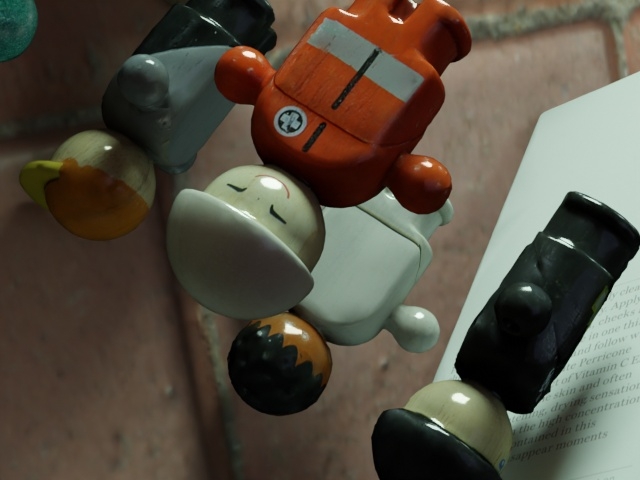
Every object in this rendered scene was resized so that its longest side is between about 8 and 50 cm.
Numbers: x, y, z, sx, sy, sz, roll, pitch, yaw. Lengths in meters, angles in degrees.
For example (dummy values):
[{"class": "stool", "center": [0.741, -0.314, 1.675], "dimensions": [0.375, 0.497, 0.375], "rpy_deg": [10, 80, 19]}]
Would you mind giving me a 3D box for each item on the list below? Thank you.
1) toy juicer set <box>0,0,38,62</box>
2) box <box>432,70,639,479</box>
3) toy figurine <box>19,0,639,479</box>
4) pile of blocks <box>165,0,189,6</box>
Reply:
[{"class": "toy juicer set", "center": [-0.212, -0.130, 0.626], "dimensions": [0.329, 0.089, 0.209], "rpy_deg": [-26, 91, -29]}, {"class": "box", "center": [0.187, 0.092, 0.826], "dimensions": [0.215, 0.168, 0.345], "rpy_deg": [47, 46, -22]}, {"class": "toy figurine", "center": [0.000, 0.000, 0.711], "dimensions": [0.213, 0.209, 0.148], "rpy_deg": [46, 72, -33]}, {"class": "pile of blocks", "center": [-0.096, -0.257, 0.704], "dimensions": [0.149, 0.112, 0.362], "rpy_deg": [-46, 116, -32]}]
